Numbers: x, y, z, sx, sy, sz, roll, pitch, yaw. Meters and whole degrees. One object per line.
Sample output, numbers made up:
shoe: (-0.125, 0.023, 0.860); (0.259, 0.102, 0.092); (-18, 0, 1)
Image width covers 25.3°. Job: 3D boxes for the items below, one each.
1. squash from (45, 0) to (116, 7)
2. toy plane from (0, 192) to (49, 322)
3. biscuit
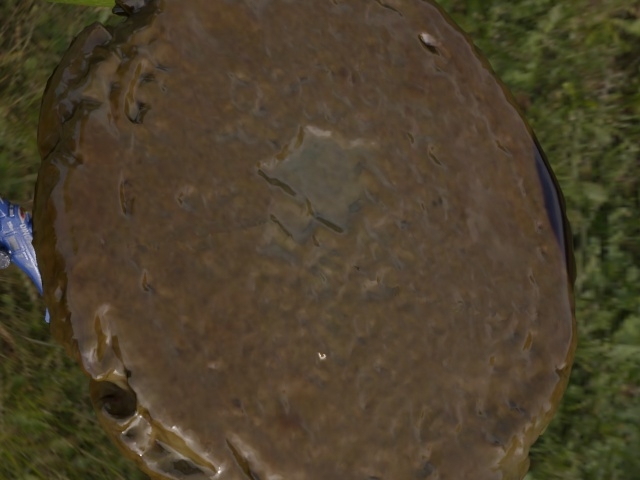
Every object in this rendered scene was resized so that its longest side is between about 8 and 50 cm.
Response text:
squash: (-0.075, -0.223, 0.827); (0.261, 0.189, 0.189); (4, 88, 4)
toy plane: (-0.304, 0.021, 1.501); (0.062, 0.054, 0.167); (-18, 110, 12)
biscuit: (0.000, 0.000, 0.492); (0.226, 0.042, 0.225); (10, 70, -30)
